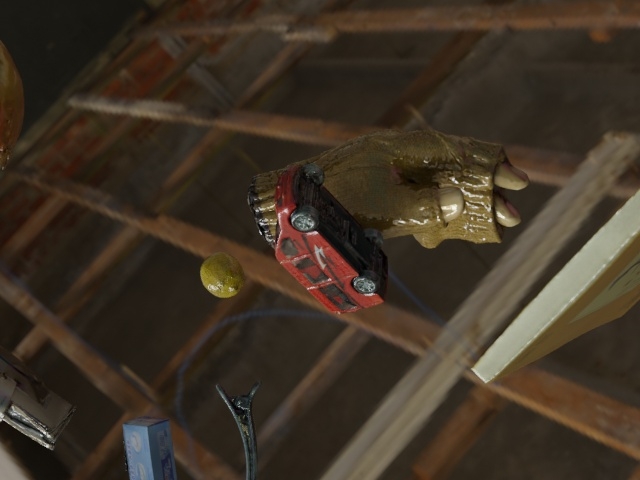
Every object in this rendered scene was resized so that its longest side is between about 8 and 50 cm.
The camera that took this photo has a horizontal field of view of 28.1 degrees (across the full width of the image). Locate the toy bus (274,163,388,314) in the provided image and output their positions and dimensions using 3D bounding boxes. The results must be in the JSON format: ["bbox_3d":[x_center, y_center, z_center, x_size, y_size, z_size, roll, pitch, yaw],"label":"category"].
[{"bbox_3d":[0.000,0.000,1.470,0.089,0.195,0.081,-23,-140,27],"label":"toy bus"}]

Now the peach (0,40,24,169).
[{"bbox_3d":[-0.627,-0.193,1.916,0.372,0.373,0.290,-33,-177,24],"label":"peach"}]

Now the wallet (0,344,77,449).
[{"bbox_3d":[-0.444,0.194,1.767,0.069,0.231,0.170,-56,-176,2],"label":"wallet"}]

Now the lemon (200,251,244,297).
[{"bbox_3d":[-0.142,0.049,1.843,0.062,0.062,0.083,-45,-132,-1],"label":"lemon"}]

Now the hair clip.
[{"bbox_3d":[-0.135,0.391,2.293,0.083,0.275,0.048,-5,179,-8],"label":"hair clip"}]

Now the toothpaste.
[{"bbox_3d":[-0.248,0.406,1.946,0.066,0.272,0.053,-3,-174,42],"label":"toothpaste"}]

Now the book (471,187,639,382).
[{"bbox_3d":[0.309,0.010,1.231,0.269,0.032,0.389,-50,161,24],"label":"book"}]

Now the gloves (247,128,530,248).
[{"bbox_3d":[0.084,-0.063,1.614,0.356,0.155,0.203,-1,-177,9],"label":"gloves"}]
